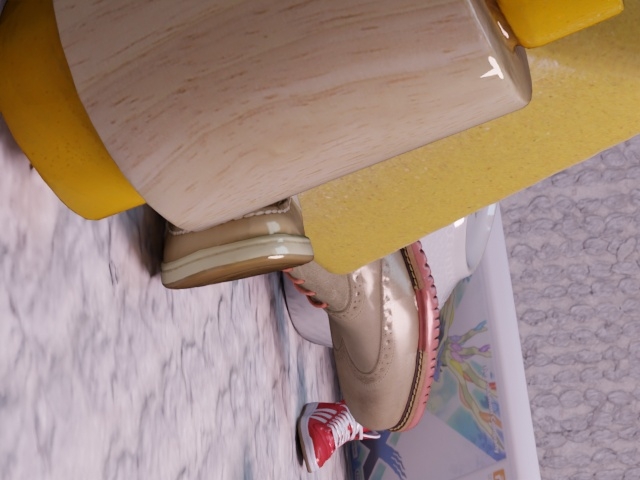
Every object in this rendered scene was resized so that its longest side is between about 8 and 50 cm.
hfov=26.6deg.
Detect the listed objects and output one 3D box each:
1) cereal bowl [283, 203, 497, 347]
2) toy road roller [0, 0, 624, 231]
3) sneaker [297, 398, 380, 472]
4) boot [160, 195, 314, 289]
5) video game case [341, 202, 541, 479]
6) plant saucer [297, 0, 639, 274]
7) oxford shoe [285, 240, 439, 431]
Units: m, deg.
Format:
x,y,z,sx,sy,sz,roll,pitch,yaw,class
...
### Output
x,y,z,sx,sy,sz,roll,pitch,yaw,class
0.084,-0.056,1.247,0.339,0.141,0.339,11,90,-73,cereal bowl
-0.034,-0.189,0.508,0.241,0.202,0.330,57,21,-35,toy road roller
0.018,0.162,1.160,0.118,0.067,0.042,-75,156,-76,sneaker
-0.053,-0.066,0.694,0.213,0.077,0.165,-111,-167,-82,boot
0.110,0.147,1.439,0.300,0.036,0.329,-36,-127,52,video game case
0.024,-0.174,0.764,0.333,0.081,0.333,-28,-105,51,plant saucer
0.000,0.000,1.016,0.123,0.130,0.348,24,-50,57,oxford shoe
